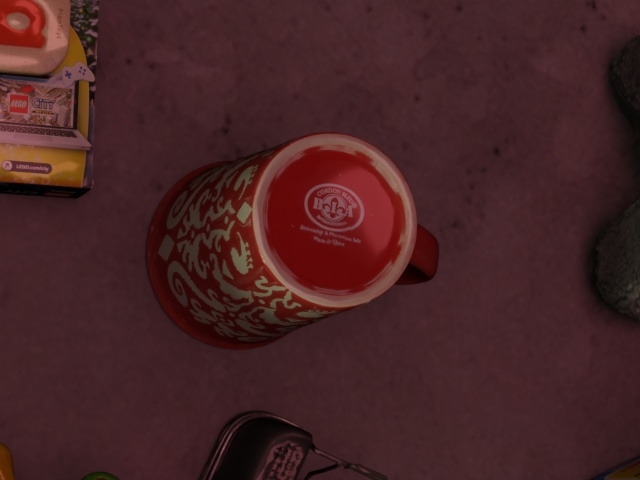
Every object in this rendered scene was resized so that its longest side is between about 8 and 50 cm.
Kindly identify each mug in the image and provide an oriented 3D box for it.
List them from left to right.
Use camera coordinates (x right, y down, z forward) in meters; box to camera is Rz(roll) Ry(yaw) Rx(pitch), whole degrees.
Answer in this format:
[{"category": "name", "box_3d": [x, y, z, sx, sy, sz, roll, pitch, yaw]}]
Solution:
[{"category": "mug", "box_3d": [-0.006, -0.008, 0.964, 0.150, 0.169, 0.113, -22, 91, -21]}]

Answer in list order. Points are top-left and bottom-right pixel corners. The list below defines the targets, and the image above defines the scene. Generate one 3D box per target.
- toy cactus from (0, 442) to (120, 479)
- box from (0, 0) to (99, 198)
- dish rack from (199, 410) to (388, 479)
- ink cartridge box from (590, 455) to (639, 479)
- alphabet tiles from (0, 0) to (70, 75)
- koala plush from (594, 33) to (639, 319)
[{"category": "toy cactus", "box_3d": [-0.134, 0.211, 0.905, 0.219, 0.112, 0.180, 17, 89, 7]}, {"category": "box", "box_3d": [-0.240, -0.111, 0.957, 0.233, 0.044, 0.159, 4, 81, -20]}, {"category": "dish rack", "box_3d": [0.037, 0.240, 0.999, 0.271, 0.074, 0.208, 27, 76, -13]}, {"category": "ink cartridge box", "box_3d": [0.342, 0.231, 0.941, 0.151, 0.395, 0.270, -22, 92, -21]}, {"category": "alphabet tiles", "box_3d": [-0.270, -0.182, 0.919, 0.278, 0.021, 0.284, 3, 81, -19]}, {"category": "koala plush", "box_3d": [0.320, -0.032, 1.089, 0.221, 0.203, 0.196, 14, 79, -30]}]
